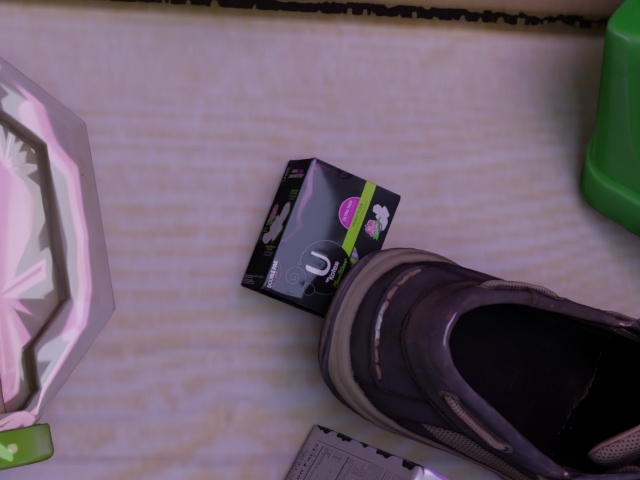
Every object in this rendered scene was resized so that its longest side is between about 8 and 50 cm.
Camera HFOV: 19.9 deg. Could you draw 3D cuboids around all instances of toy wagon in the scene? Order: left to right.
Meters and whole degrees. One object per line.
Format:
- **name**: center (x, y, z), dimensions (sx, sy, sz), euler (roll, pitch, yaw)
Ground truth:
- **toy wagon**: center (-0.285, 0.006, 0.964), dimensions (0.344, 0.068, 0.267), euler (-8, 85, -23)

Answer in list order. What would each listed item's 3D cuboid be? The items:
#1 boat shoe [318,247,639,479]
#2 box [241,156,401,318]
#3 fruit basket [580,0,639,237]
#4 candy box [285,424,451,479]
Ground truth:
- **boat shoe**: center (0.167, 0.107, 1.077), dimensions (0.355, 0.130, 0.132), euler (18, 87, -28)
- **box**: center (0.000, 0.000, 1.084), dimensions (0.062, 0.052, 0.083), euler (22, 85, -16)
- **fruit basket**: center (0.373, -0.091, 1.133), dimensions (0.392, 0.283, 0.392), euler (-32, 139, -32)
- **candy box**: center (0.075, 0.181, 1.031), dimensions (0.165, 0.196, 0.070), euler (31, 82, -14)
